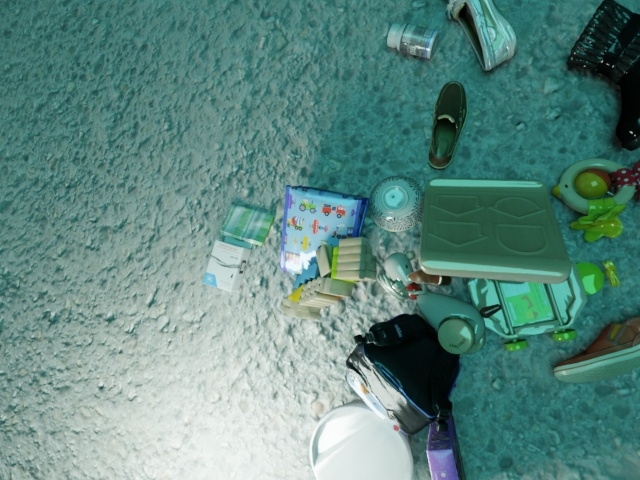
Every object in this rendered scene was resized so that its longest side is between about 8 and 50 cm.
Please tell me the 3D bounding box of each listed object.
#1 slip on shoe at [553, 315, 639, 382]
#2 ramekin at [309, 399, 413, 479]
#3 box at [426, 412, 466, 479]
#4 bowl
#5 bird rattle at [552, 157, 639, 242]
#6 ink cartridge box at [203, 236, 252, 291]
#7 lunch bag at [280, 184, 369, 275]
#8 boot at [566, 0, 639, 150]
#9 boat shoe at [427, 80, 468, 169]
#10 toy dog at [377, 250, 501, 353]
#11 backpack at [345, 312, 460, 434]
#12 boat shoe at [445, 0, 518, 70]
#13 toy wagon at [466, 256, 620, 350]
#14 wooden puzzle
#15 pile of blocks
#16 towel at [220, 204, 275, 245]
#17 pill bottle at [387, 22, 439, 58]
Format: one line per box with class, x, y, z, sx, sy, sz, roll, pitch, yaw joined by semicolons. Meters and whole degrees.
slip on shoe;0.726;0.254;0.989;0.331;0.123;0.101;-32;45;14
ramekin;0.117;0.556;1.084;0.273;0.127;0.272;0;89;20
box;0.304;0.542;0.960;0.057;0.293;0.200;-12;81;16
bowl;0.215;-0.114;1.167;0.170;0.080;0.170;-2;84;15
bird rattle;0.718;-0.134;1.020;0.253;0.143;0.207;-48;59;2
ink cartridge box;-0.291;0.062;1.289;0.104;0.060;0.180;15;87;16
lunch bag;0.000;0.000;1.195;0.221;0.138;0.293;13;100;14
boot;0.754;-0.419;1.031;0.260;0.131;0.348;27;80;9
boat shoe;0.362;-0.334;1.144;0.095;0.095;0.257;8;86;15
toy dog;0.318;0.138;1.041;0.333;0.220;0.161;45;105;7
backpack;0.218;0.321;1.026;0.276;0.263;0.213;48;134;16
boat shoe;0.429;-0.632;1.153;0.103;0.118;0.320;-31;84;5
toy wagon;0.571;0.128;1.055;0.344;0.068;0.267;-15;81;12
wooden puzzle;0.424;-0.028;1.040;0.322;0.080;0.347;3;44;15
pile of blocks;0.033;0.109;1.133;0.362;0.113;0.149;-38;50;37
towel;-0.231;-0.052;1.290;0.152;0.023;0.113;15;71;16
pill bottle;0.273;-0.595;1.206;0.137;0.078;0.078;22;90;16
